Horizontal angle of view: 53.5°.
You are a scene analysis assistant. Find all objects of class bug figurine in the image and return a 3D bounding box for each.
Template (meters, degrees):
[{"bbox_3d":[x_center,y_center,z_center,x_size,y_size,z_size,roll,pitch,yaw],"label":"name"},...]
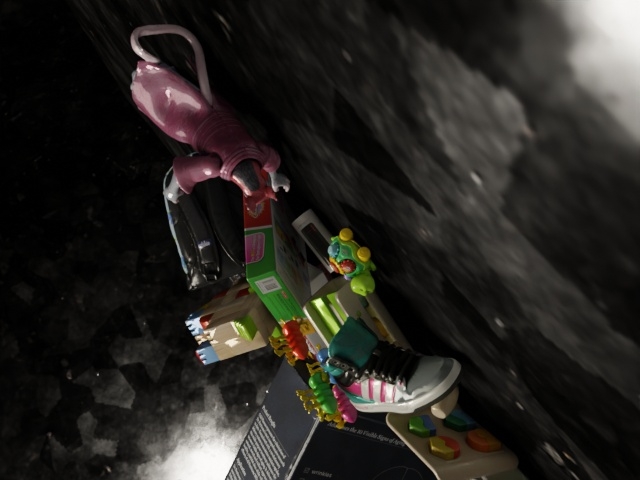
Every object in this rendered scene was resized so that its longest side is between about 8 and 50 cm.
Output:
[{"bbox_3d":[0.001,0.275,1.310,0.216,0.072,0.279,63,-173,33],"label":"bug figurine"}]

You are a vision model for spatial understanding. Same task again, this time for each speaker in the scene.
[{"bbox_3d":[0.000,0.000,1.334,0.136,0.055,0.055,52,171,2],"label":"speaker"}]

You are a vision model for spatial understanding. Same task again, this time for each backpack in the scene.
[{"bbox_3d":[-0.306,-0.082,1.826,0.273,0.290,0.355,-85,-30,-76],"label":"backpack"}]

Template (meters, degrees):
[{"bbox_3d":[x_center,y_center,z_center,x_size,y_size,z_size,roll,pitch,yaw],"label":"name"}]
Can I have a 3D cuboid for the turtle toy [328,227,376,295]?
[{"bbox_3d":[0.059,0.043,1.174,0.130,0.066,0.095,49,170,20],"label":"turtle toy"}]

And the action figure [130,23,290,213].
[{"bbox_3d":[-0.181,-0.205,1.193,0.370,0.248,0.275,48,143,28],"label":"action figure"}]

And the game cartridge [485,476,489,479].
[{"bbox_3d":[0.313,0.446,1.526,0.297,0.062,0.198,54,166,-10],"label":"game cartridge"}]

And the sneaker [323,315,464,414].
[{"bbox_3d":[0.108,0.216,1.165,0.178,0.124,0.296,48,142,-12],"label":"sneaker"}]

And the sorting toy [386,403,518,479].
[{"bbox_3d":[0.261,0.393,1.272,0.208,0.193,0.038,-140,54,-58],"label":"sorting toy"}]

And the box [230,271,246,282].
[{"bbox_3d":[-0.248,-0.015,1.965,0.270,0.216,0.060,50,171,5],"label":"box"}]

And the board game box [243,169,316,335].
[{"bbox_3d":[-0.094,0.025,1.427,0.242,0.064,0.316,62,-166,-45],"label":"board game box"}]

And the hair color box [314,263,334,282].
[{"bbox_3d":[0.026,0.146,1.753,0.167,0.053,0.093,53,168,-2],"label":"hair color box"}]

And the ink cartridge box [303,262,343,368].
[{"bbox_3d":[-0.033,0.194,1.685,0.309,0.130,0.272,59,165,-27],"label":"ink cartridge box"}]

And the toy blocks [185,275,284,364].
[{"bbox_3d":[-0.245,0.212,1.765,0.190,0.261,0.381,63,-160,-18],"label":"toy blocks"}]

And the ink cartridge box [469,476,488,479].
[{"bbox_3d":[0.304,0.492,1.315,0.165,0.065,0.332,55,176,-31],"label":"ink cartridge box"}]

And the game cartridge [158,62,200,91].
[{"bbox_3d":[-0.293,-0.304,1.590,0.355,0.068,0.230,41,169,49],"label":"game cartridge"}]

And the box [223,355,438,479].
[{"bbox_3d":[0.044,0.635,1.727,0.480,0.471,0.297,24,-173,-28],"label":"box"}]

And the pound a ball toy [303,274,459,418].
[{"bbox_3d":[0.142,0.211,1.322,0.208,0.136,0.319,-25,101,49],"label":"pound a ball toy"}]

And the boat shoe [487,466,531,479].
[{"bbox_3d":[0.421,0.522,1.261,0.227,0.079,0.081,49,-174,21],"label":"boat shoe"}]
